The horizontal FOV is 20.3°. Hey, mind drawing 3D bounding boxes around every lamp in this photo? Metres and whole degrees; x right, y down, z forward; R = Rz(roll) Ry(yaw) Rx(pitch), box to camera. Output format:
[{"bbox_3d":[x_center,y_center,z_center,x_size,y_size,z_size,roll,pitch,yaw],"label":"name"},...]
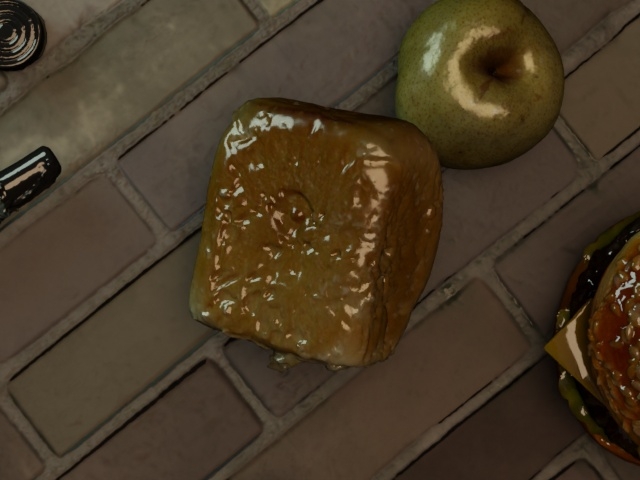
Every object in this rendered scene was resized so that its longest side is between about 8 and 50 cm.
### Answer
[{"bbox_3d":[-0.337,-0.336,1.602,0.130,0.108,0.371,-9,90,-6],"label":"lamp"}]

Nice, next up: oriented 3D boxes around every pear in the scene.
[{"bbox_3d":[0.145,-0.149,1.657,0.167,0.136,0.167,1,86,-12],"label":"pear"}]

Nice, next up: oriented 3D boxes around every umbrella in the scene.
[{"bbox_3d":[-0.347,-0.011,1.620,0.250,0.052,0.053,-33,59,-8],"label":"umbrella"}]

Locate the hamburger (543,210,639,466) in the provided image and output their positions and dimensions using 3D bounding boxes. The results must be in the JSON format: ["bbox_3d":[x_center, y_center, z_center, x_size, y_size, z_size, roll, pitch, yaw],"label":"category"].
[{"bbox_3d":[0.359,0.088,1.638,0.291,0.225,0.291,0,90,-6],"label":"hamburger"}]

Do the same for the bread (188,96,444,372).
[{"bbox_3d":[0.000,0.000,1.606,0.195,0.176,0.246,16,98,25],"label":"bread"}]
